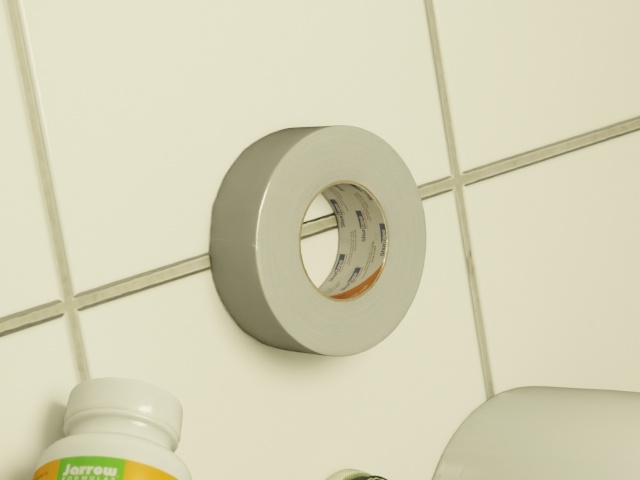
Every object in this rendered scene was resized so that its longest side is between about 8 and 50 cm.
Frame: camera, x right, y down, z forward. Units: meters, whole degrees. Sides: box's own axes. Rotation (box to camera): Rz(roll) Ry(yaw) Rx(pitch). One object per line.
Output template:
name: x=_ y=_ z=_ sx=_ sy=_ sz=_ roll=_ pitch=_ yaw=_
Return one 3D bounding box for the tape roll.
tape roll: x=0.000 y=0.000 z=1.880 sx=0.219 sy=0.072 sz=0.219 roll=-1 pitch=92 yaw=-41

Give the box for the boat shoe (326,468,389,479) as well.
boat shoe: x=0.022 y=0.388 z=1.881 sx=0.127 sy=0.113 sz=0.340 roll=35 pitch=68 yaw=-37

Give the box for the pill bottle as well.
pill bottle: x=-0.180 y=0.245 z=1.655 sx=0.136 sy=0.136 sz=0.246 roll=33 pitch=50 yaw=-37

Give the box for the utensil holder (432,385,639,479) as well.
utensil holder: x=0.343 y=0.311 z=1.985 sx=0.327 sy=0.385 sz=0.328 roll=0 pitch=91 yaw=-41
